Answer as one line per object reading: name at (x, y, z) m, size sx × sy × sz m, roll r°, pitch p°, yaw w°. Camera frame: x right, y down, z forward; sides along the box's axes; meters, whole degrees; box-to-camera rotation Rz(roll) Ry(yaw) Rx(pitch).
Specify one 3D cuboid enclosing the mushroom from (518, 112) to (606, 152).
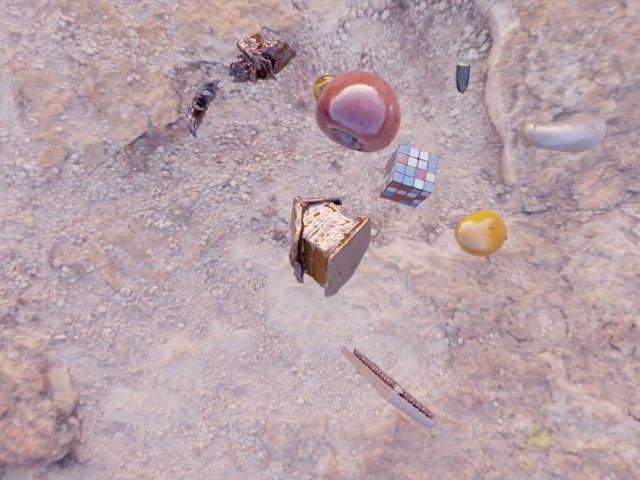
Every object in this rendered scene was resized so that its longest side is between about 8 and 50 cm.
mushroom at (0.636, -0.276, 1.132) m, size 0.270 × 0.118 × 0.103 m, roll -9°, pitch 113°, yaw -30°

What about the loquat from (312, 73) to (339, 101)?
loquat at (0.035, -0.596, 1.734) m, size 0.137 × 0.137 × 0.113 m, roll -25°, pitch 58°, yaw 11°

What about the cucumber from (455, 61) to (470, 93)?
cucumber at (0.476, -0.546, 1.472) m, size 0.048 × 0.048 × 0.105 m, roll -4°, pitch 130°, yaw 7°

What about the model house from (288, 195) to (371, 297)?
model house at (0.001, 0.001, 1.253) m, size 0.229 × 0.220 × 0.199 m, roll 37°, pitch 149°, yaw 26°

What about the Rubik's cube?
Rubik's cube at (0.314, -0.228, 1.565) m, size 0.151 × 0.155 × 0.154 m, roll 15°, pitch 73°, yaw -5°

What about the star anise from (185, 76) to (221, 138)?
star anise at (-0.257, -0.290, 0.942) m, size 0.042 × 0.141 × 0.141 m, roll 27°, pitch 105°, yaw -16°

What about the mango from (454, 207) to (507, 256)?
mango at (0.617, -0.023, 1.714) m, size 0.257 × 0.138 × 0.187 m, roll -13°, pitch 114°, yaw -37°

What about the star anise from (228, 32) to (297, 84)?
star anise at (-0.198, -0.587, 1.417) m, size 0.238 × 0.346 × 0.148 m, roll -11°, pitch 117°, yaw 5°

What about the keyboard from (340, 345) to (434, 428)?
keyboard at (0.061, 0.141, 0.450) m, size 0.055 × 0.166 × 0.017 m, roll 35°, pitch 83°, yaw -9°

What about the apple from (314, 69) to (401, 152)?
apple at (0.069, -0.227, 0.774) m, size 0.153 × 0.153 × 0.120 m, roll 25°, pitch 83°, yaw 0°
